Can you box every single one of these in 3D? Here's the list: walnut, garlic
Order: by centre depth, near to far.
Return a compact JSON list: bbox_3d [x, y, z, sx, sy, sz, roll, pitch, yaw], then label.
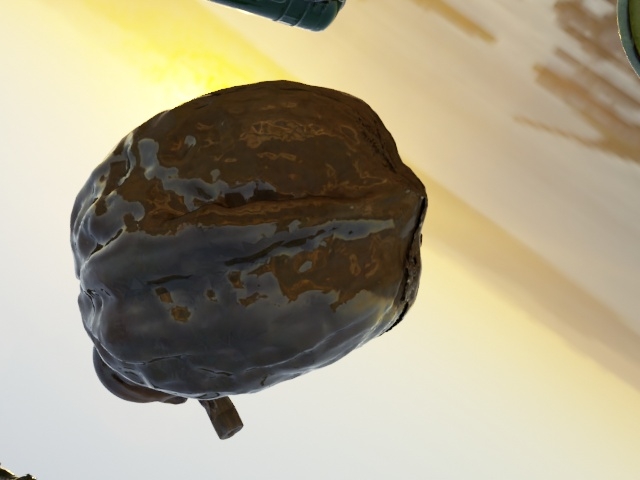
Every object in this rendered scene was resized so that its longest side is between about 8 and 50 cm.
[{"bbox_3d":[-0.047,-0.001,0.961,0.198,0.245,0.198,-14,-90,-70],"label":"walnut"},{"bbox_3d":[-0.157,0.131,1.582,0.194,0.131,0.127,58,-158,9],"label":"garlic"}]

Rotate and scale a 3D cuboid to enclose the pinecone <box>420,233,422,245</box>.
[{"bbox_3d":[0.000,0.000,1.148,0.173,0.174,0.173,35,-178,-2],"label":"pinecone"}]

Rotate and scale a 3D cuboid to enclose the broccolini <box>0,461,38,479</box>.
[{"bbox_3d":[-0.275,0.197,1.236,0.201,0.074,0.058,6,175,42],"label":"broccolini"}]

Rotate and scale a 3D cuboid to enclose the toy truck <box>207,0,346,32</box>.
[{"bbox_3d":[-0.081,-0.269,1.405,0.242,0.101,0.125,14,156,-21],"label":"toy truck"}]

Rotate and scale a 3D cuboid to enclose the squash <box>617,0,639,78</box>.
[{"bbox_3d":[0.456,-0.279,1.849,0.219,0.219,0.041,34,173,-18],"label":"squash"}]
